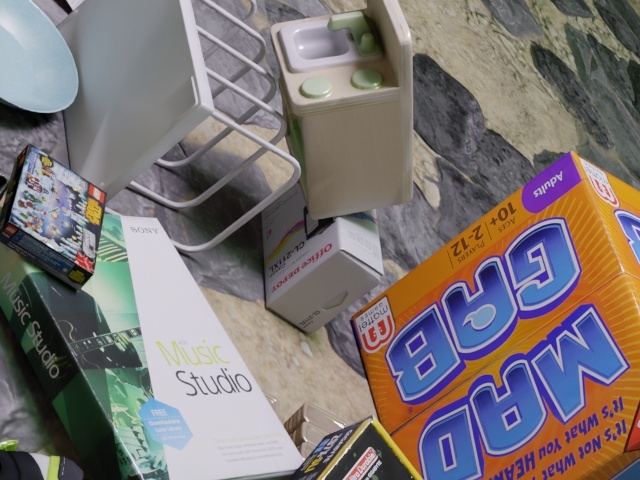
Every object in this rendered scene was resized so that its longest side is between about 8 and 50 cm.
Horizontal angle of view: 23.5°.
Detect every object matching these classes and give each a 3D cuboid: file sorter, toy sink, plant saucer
[{"bbox_3d":[-0.156,-0.157,1.685,0.173,0.193,0.278,28,36,-41],"label":"file sorter"},{"bbox_3d":[0.022,-0.164,1.699,0.234,0.131,0.153,87,-11,-45],"label":"toy sink"},{"bbox_3d":[-0.343,-0.203,1.621,0.195,0.037,0.195,37,30,-26],"label":"plant saucer"}]

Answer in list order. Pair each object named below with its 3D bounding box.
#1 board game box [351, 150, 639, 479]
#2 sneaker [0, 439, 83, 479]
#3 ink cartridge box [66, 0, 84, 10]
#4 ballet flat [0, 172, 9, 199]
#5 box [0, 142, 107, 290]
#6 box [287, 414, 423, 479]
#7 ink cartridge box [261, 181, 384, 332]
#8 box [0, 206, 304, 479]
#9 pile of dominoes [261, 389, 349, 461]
[{"bbox_3d":[0.315,0.184,1.801,0.356,0.356,0.356,24,38,-41],"label":"board game box"},{"bbox_3d":[-0.257,0.249,1.195,0.097,0.084,0.235,20,33,-7],"label":"sneaker"},{"bbox_3d":[-0.345,-0.385,1.845,0.189,0.066,0.232,-75,143,-57],"label":"ink cartridge box"},{"bbox_3d":[-0.355,-0.043,1.399,0.057,0.049,0.173,56,28,11],"label":"ballet flat"},{"bbox_3d":[-0.249,-0.024,1.438,0.094,0.027,0.137,34,27,-23],"label":"box"},{"bbox_3d":[0.024,0.352,1.358,0.257,0.079,0.322,54,44,-8],"label":"box"},{"bbox_3d":[0.000,0.000,1.794,0.072,0.127,0.175,34,32,-31],"label":"ink cartridge box"},{"bbox_3d":[-0.172,0.108,1.453,0.232,0.058,0.322,3,46,-55],"label":"box"},{"bbox_3d":[-0.001,0.274,1.549,0.196,0.040,0.251,30,34,-18],"label":"pile of dominoes"}]
